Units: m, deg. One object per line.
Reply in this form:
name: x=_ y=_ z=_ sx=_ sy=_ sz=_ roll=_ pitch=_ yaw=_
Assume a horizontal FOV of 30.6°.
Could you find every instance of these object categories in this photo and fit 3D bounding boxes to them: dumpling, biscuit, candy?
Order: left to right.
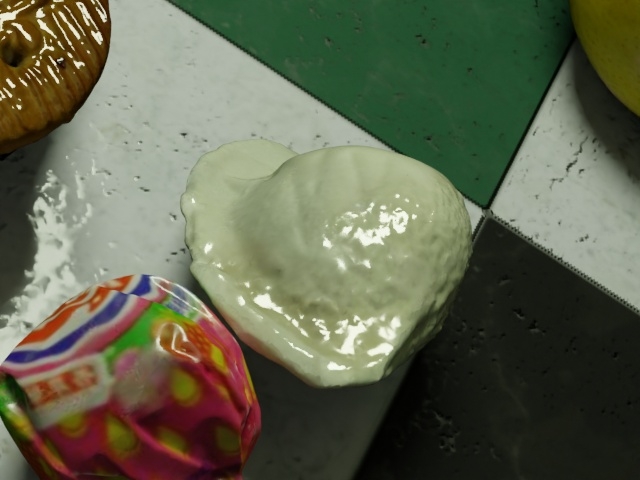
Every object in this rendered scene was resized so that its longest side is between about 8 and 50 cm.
biscuit: x=-0.195 y=-0.118 z=0.577 sx=0.188 sy=0.027 sz=0.187 roll=12 pitch=55 yaw=-17
candy: x=-0.019 y=0.178 z=0.579 sx=0.124 sy=0.124 sz=0.365 roll=-35 pitch=88 yaw=-35
dumpling: x=-0.001 y=0.002 z=0.668 sx=0.166 sy=0.126 sz=0.215 roll=22 pitch=54 yaw=1

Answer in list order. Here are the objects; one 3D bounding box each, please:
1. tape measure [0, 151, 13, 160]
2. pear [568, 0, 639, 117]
tape measure: x=-0.231 y=-0.124 z=0.650 sx=0.199 sy=0.112 sz=0.186 roll=17 pitch=52 yaw=-11
pear: x=0.318 y=-0.186 z=0.857 sx=0.285 sy=0.336 sz=0.285 roll=-5 pitch=21 yaw=2
